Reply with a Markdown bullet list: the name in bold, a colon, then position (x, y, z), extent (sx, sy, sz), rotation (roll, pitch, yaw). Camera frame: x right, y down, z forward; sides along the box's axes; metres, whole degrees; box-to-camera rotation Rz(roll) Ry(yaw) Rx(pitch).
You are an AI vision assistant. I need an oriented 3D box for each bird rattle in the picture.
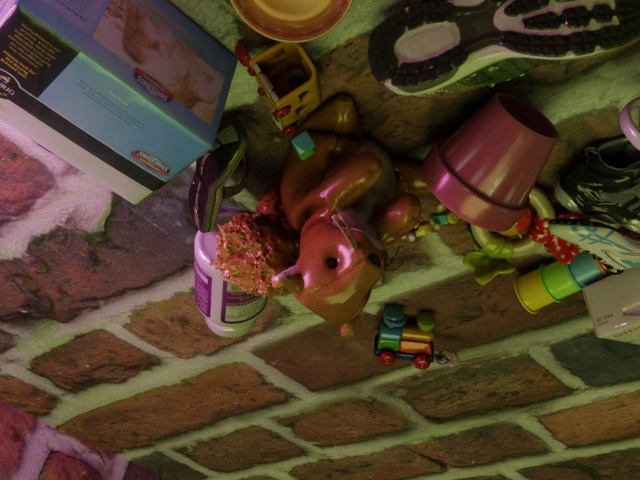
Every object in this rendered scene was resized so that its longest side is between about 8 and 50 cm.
- **bird rattle**: position (0.394, -0.023, 1.470), extent (0.253, 0.143, 0.207), rotation (-19, 118, 26)

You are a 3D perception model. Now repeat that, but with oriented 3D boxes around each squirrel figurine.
- **squirrel figurine**: position (0.000, 0.000, 1.361), extent (0.397, 0.370, 0.281), rotation (-24, 132, 34)

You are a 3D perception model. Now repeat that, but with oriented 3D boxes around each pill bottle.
- **pill bottle**: position (-0.197, 0.089, 1.675), extent (0.169, 0.169, 0.302), rotation (10, 142, -2)

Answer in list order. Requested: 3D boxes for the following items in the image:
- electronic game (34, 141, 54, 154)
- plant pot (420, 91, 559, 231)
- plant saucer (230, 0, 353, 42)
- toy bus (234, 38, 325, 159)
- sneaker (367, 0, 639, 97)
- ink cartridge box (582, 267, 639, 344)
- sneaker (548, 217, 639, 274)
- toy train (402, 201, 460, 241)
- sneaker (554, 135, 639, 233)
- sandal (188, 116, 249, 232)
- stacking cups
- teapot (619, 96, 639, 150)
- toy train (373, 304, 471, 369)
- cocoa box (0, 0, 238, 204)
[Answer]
- **electronic game**: position (-0.465, -0.230, 1.415), extent (0.229, 0.048, 0.229), rotation (4, 141, 3)
- **plant pot**: position (0.302, -0.145, 1.286), extent (0.201, 0.201, 0.180), rotation (22, 124, -17)
- **plant saucer**: position (-0.044, -0.396, 1.115), extent (0.199, 0.037, 0.200), rotation (4, 129, 5)
- **toy bus**: position (-0.046, -0.255, 1.258), extent (0.104, 0.202, 0.191), rotation (-32, 127, 0)
- **sneaker**: position (0.287, -0.307, 1.155), extent (0.410, 0.158, 0.182), rotation (-7, 171, 16)
- **ink cartridge box**: position (0.712, 0.128, 1.535), extent (0.283, 0.117, 0.207), rotation (13, 146, -38)
- **sneaker**: position (0.532, 0.014, 1.390), extent (0.237, 0.086, 0.085), rotation (17, -174, -8)
- **toy train**: position (0.198, -0.045, 1.480), extent (0.166, 0.125, 0.046), rotation (-22, 104, -1)
- **sneaker**: position (0.576, -0.099, 1.350), extent (0.268, 0.101, 0.153), rotation (12, 143, -3)
- **sandal**: position (-0.191, -0.131, 1.463), extent (0.086, 0.120, 0.303), rotation (-8, 151, -26)
- **stacking cups**: position (0.562, 0.048, 1.566), extent (0.096, 0.096, 0.316), rotation (34, 130, -29)
- **teapot**: position (0.637, -0.167, 1.188), extent (0.256, 0.187, 0.252), rotation (-16, 136, 29)
- **toy train**: position (0.262, 0.237, 1.847), extent (0.248, 0.105, 0.143), rotation (6, 129, 2)
- **cocoa box**: position (-0.345, -0.270, 1.194), extent (0.347, 0.231, 0.228), rotation (35, 134, -30)
